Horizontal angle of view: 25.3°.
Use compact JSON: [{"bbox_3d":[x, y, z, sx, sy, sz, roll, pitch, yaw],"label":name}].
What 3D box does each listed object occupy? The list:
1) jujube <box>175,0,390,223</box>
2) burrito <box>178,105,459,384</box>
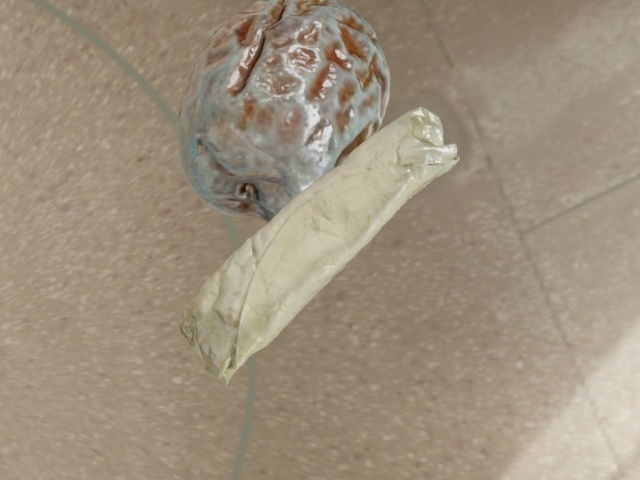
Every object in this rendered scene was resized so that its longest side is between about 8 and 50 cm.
[{"bbox_3d":[-0.032,-0.155,1.646,0.215,0.246,0.308,4,50,19],"label":"jujube"},{"bbox_3d":[0.000,0.000,1.136,0.275,0.059,0.082,-41,61,1],"label":"burrito"}]
